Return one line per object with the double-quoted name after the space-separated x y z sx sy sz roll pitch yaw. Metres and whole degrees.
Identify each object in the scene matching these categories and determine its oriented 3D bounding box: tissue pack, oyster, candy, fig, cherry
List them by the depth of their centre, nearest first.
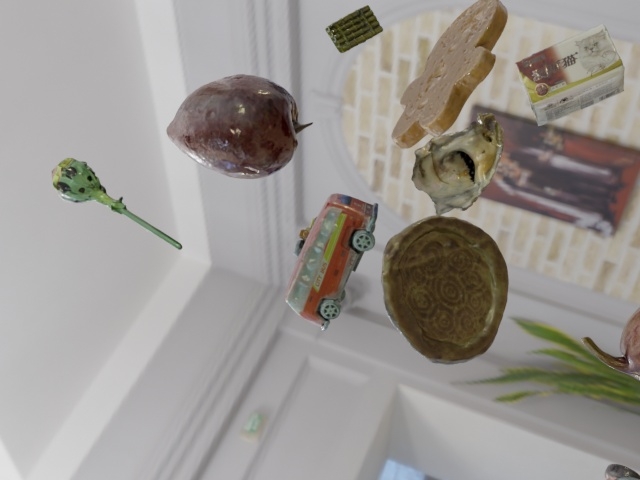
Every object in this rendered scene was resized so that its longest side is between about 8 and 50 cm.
0.403 -0.266 1.429 0.106 0.149 0.099 33 -143 -69 "tissue pack"
0.645 0.219 1.728 0.207 0.175 0.175 -30 -18 2 "fig"
-0.397 -0.066 1.737 0.083 0.306 0.091 -53 -12 -29 "candy"
-0.166 -0.229 1.793 0.230 0.301 0.202 -87 -4 -52 "cherry"
0.366 -0.197 2.321 0.100 0.271 0.275 122 143 -73 "oyster"

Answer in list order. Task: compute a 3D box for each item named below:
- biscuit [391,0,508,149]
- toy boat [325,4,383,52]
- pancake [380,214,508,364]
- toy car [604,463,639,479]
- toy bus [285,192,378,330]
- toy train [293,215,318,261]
0.265 -0.336 1.767 0.275 0.052 0.354 -19 39 58 "biscuit"
0.067 -0.412 1.724 0.115 0.063 0.016 -35 6 -30 "toy boat"
0.203 0.078 1.414 0.031 0.250 0.250 -18 44 59 "pancake"
0.530 0.504 1.428 0.180 0.213 0.270 -56 -28 -20 "toy car"
0.019 0.040 1.716 0.121 0.120 0.265 -74 7 -71 "toy bus"
0.000 0.000 2.074 0.219 0.089 0.127 77 -150 -76 "toy train"
